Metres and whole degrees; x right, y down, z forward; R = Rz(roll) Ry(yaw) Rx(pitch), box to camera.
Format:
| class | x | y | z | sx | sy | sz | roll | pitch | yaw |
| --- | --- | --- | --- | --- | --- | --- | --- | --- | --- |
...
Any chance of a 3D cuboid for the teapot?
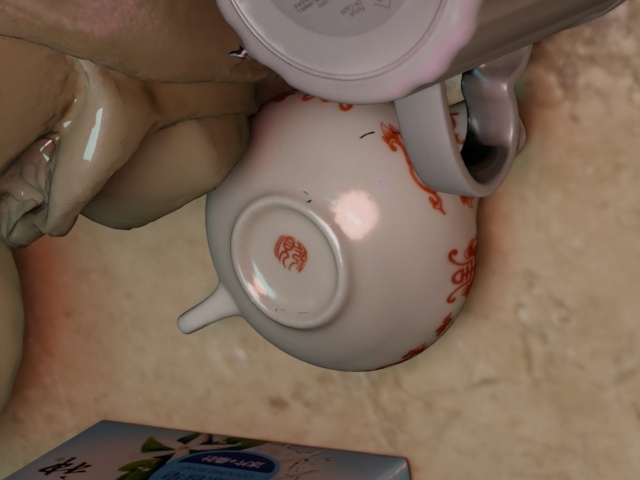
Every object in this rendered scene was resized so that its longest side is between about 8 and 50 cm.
| class | x | y | z | sx | sy | sz | roll | pitch | yaw |
| --- | --- | --- | --- | --- | --- | --- | --- | --- | --- |
| teapot | 0.000 | 0.000 | 1.044 | 0.245 | 0.116 | 0.159 | -23 | 107 | 41 |

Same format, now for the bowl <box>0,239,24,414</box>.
| class | x | y | z | sx | sy | sz | roll | pitch | yaw |
| --- | --- | --- | --- | --- | --- | --- | --- | --- | --- |
| bowl | -0.294 | 0.036 | 1.204 | 0.277 | 0.145 | 0.277 | 12 | 115 | 28 |

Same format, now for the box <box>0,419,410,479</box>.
| class | x | y | z | sx | sy | sz | roll | pitch | yaw |
| --- | --- | --- | --- | --- | --- | --- | --- | --- | --- |
| box | -0.076 | 0.176 | 1.119 | 0.232 | 0.142 | 0.083 | 5 | 109 | 31 |

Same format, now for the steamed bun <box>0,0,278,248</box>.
| class | x | y | z | sx | sy | sz | roll | pitch | yaw |
| --- | --- | --- | --- | --- | --- | --- | --- | --- | --- |
| steamed bun | -0.154 | -0.096 | 0.966 | 0.309 | 0.324 | 0.219 | -27 | 92 | 44 |

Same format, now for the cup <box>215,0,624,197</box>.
| class | x | y | z | sx | sy | sz | roll | pitch | yaw |
| --- | --- | --- | --- | --- | --- | --- | --- | --- | --- |
| cup | 0.067 | -0.135 | 0.885 | 0.167 | 0.202 | 0.221 | -25 | 94 | 38 |
